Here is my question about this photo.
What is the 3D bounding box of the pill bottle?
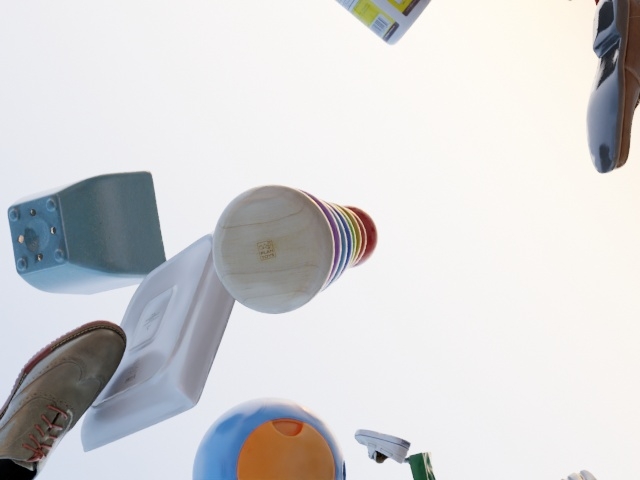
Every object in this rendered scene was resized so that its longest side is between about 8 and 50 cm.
[{"bbox_3d":[0.078,-0.440,1.378,0.215,0.117,0.117,39,-150,-5],"label":"pill bottle"}]

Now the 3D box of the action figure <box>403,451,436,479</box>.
[{"bbox_3d":[0.209,0.512,1.500,0.137,0.064,0.232,19,-130,-60],"label":"action figure"}]

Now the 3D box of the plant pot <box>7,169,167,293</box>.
[{"bbox_3d":[-0.513,-0.013,1.726,0.252,0.247,0.247,-3,-98,-65],"label":"plant pot"}]

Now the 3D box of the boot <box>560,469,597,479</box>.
[{"bbox_3d":[0.375,0.612,1.176,0.445,0.367,0.146,55,-159,2],"label":"boot"}]

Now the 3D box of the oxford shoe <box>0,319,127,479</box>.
[{"bbox_3d":[-0.399,0.268,1.168,0.123,0.348,0.130,43,177,-37],"label":"oxford shoe"}]

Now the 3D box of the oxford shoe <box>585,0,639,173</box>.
[{"bbox_3d":[0.345,-0.175,0.903,0.076,0.076,0.212,10,-97,-9],"label":"oxford shoe"}]

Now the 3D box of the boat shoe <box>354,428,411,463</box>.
[{"bbox_3d":[0.071,0.255,0.991,0.035,0.100,0.035,32,-110,-29],"label":"boat shoe"}]

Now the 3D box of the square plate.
[{"bbox_3d":[-0.242,0.133,1.250,0.049,0.347,0.344,35,-131,-24],"label":"square plate"}]

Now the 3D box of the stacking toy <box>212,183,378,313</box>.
[{"bbox_3d":[0.000,0.000,1.009,0.141,0.141,0.330,61,-160,7],"label":"stacking toy"}]

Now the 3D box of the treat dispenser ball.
[{"bbox_3d":[-0.096,0.440,1.522,0.288,0.288,0.288,39,-147,-32],"label":"treat dispenser ball"}]

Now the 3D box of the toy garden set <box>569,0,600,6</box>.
[{"bbox_3d":[0.492,-0.512,1.368,0.204,0.244,0.049,22,-152,-16],"label":"toy garden set"}]
